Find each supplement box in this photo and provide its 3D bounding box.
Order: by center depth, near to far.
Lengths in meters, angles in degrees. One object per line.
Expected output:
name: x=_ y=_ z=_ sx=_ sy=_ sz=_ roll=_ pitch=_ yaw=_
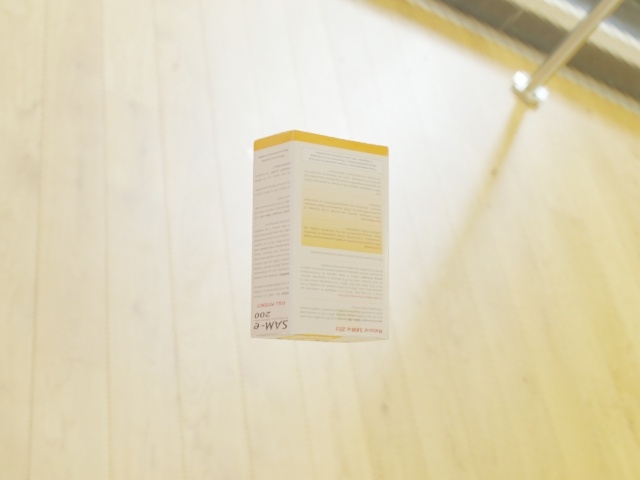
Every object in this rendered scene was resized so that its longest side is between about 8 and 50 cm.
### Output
supplement box: x=0.000 y=0.000 z=0.608 sx=0.062 sy=0.036 sz=0.098 roll=7 pitch=80 yaw=-38
